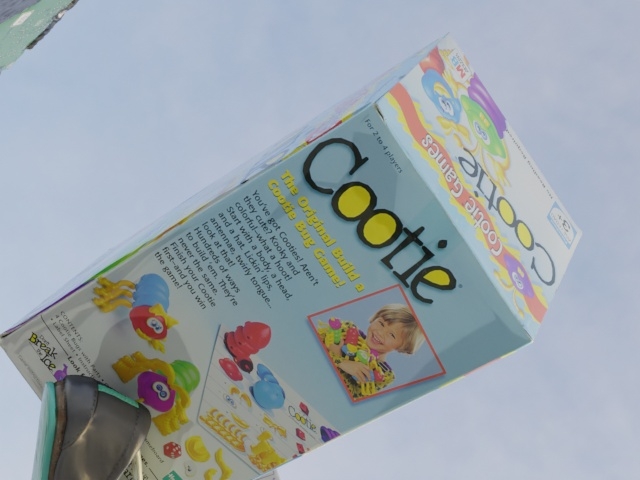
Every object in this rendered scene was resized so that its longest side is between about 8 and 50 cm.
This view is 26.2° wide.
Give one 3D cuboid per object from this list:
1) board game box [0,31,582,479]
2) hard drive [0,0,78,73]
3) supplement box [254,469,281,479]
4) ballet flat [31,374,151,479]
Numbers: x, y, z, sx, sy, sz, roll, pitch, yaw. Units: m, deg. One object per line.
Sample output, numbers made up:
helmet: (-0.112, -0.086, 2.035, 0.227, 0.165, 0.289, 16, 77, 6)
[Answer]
board game box: (-0.016, 0.027, 0.772, 0.275, 0.142, 0.144, -30, -81, 29)
hard drive: (-0.214, -0.215, 0.986, 0.339, 0.237, 0.064, -39, -90, 28)
supplement box: (-0.123, 0.205, 1.543, 0.111, 0.114, 0.220, 89, -18, -71)
ballet flat: (-0.138, 0.161, 0.764, 0.074, 0.074, 0.203, 32, -58, 17)
